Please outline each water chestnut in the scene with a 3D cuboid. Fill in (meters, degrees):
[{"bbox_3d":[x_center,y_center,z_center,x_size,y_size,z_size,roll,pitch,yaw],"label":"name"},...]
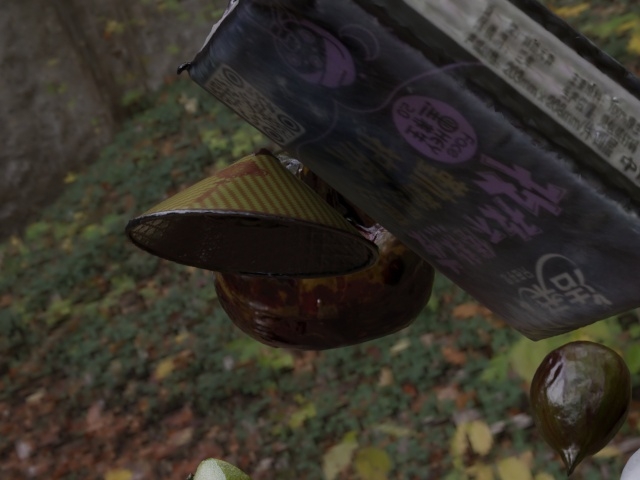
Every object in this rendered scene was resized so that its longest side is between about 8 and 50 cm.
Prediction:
[{"bbox_3d":[0.000,0.000,1.569,0.289,0.244,0.289,-18,15,5],"label":"water chestnut"}]

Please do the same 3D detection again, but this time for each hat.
[{"bbox_3d":[-0.047,-0.030,0.989,0.193,0.082,0.193,5,-15,1],"label":"hat"}]

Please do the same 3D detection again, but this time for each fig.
[{"bbox_3d":[0.270,0.179,1.367,0.103,0.109,0.154,13,40,3],"label":"fig"}]

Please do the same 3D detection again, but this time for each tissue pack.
[{"bbox_3d":[0.090,-0.079,0.925,0.122,0.361,0.259,-58,9,-21],"label":"tissue pack"}]

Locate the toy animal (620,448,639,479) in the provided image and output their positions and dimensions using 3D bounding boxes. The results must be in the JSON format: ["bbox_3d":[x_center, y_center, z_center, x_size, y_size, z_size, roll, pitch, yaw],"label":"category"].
[{"bbox_3d":[0.170,0.292,0.747,0.154,0.208,0.325,17,59,32],"label":"toy animal"}]

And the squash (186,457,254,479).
[{"bbox_3d":[-0.142,0.415,1.635,0.093,0.169,0.252,-15,23,32],"label":"squash"}]
